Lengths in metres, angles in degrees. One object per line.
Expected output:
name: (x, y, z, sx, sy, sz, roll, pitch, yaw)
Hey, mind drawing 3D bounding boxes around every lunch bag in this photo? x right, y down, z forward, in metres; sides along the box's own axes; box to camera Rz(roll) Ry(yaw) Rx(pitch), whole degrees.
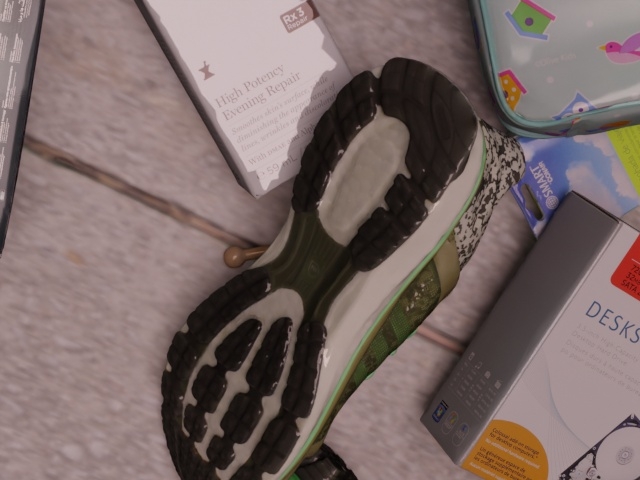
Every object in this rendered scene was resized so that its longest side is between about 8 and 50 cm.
lunch bag: (0.253, -0.207, 1.138, 0.279, 0.108, 0.224, -12, 85, 3)

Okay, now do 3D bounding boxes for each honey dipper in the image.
honey dipper: (0.000, 0.000, 1.191, 0.160, 0.030, 0.030, -11, 100, -5)

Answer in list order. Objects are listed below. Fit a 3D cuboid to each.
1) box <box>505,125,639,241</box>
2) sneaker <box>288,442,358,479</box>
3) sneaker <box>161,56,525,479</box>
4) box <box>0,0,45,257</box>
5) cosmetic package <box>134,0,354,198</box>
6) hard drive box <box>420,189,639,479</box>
box: (0.235, -0.075, 1.218, 0.178, 0.042, 0.109, -32, 103, -5)
sneaker: (0.035, 0.339, 1.210, 0.146, 0.134, 0.343, -33, 95, 2)
sneaker: (0.032, 0.060, 1.134, 0.182, 0.158, 0.410, 11, 122, -47)
box: (-0.234, -0.108, 1.049, 0.051, 0.175, 0.220, 9, 97, -12)
cosmetic package: (-0.064, -0.162, 1.123, 0.117, 0.085, 0.231, -32, 105, -6)
hard drive box: (0.224, 0.106, 1.196, 0.181, 0.089, 0.232, 28, 98, -24)
